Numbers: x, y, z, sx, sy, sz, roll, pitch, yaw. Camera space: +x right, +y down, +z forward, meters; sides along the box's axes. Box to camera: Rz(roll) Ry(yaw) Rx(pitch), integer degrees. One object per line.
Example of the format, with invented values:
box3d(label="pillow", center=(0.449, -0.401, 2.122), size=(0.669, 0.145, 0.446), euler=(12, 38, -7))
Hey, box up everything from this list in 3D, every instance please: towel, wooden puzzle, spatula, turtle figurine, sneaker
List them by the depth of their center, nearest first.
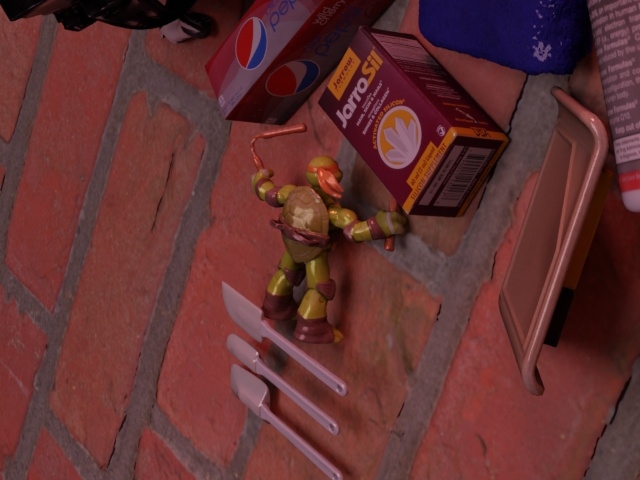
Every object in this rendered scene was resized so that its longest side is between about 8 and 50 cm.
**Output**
box3d(label="wooden puzzle", center=(0.207, -0.006, 1.142), size=(0.221, 0.044, 0.239), euler=(-78, -1, -77))
box3d(label="towel", center=(0.183, -0.321, 1.212), size=(0.227, 0.076, 0.308), euler=(32, 123, 54))
box3d(label="turtle figurine", center=(0.000, 0.000, 1.419), size=(0.269, 0.087, 0.217), euler=(22, 112, 34))
box3d(label="spatula", center=(-0.041, 0.165, 1.475), size=(0.242, 0.019, 0.168), euler=(33, 131, 44))
box3d(label="sneaker", center=(-0.174, -0.273, 1.678), size=(0.109, 0.040, 0.044), euler=(30, 127, 49))

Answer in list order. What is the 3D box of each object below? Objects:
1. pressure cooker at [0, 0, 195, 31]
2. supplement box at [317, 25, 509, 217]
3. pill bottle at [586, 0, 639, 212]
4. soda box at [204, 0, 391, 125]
box3d(label="pressure cooker", center=(-0.268, -0.441, 1.490), size=(0.375, 0.369, 0.421), euler=(-7, 114, 58))
box3d(label="supplement box", center=(0.091, -0.122, 1.329), size=(0.188, 0.080, 0.104), euler=(53, 126, 36))
box3d(label="pill bottle", center=(0.293, -0.172, 1.013), size=(0.161, 0.161, 0.283), euler=(-11, 89, 48))
box3d(label="soda box", center=(-0.021, -0.242, 1.454), size=(0.263, 0.092, 0.083), euler=(-45, 55, 38))
